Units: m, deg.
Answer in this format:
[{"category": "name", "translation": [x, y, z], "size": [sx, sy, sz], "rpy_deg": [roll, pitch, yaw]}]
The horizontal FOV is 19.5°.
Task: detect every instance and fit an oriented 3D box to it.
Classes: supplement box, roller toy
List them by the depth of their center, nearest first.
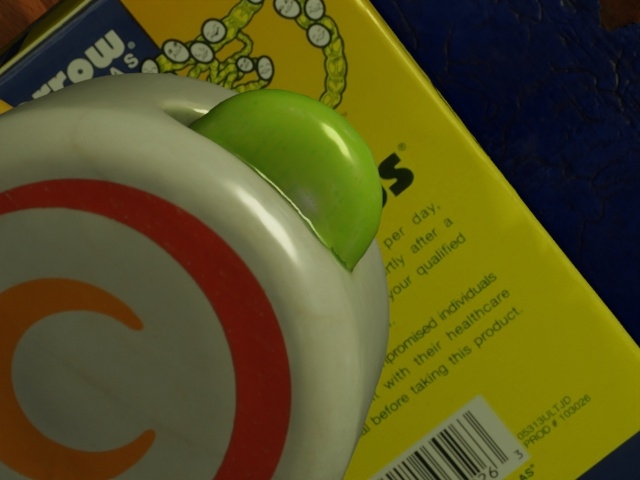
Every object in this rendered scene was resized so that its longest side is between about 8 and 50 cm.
[{"category": "roller toy", "translation": [-0.075, 0.035, 0.707], "size": [0.146, 0.209, 0.191], "rpy_deg": [-56, 144, -75]}, {"category": "supplement box", "translation": [0.000, 0.000, 0.968], "size": [0.356, 0.195, 0.194], "rpy_deg": [50, 5, -13]}]
